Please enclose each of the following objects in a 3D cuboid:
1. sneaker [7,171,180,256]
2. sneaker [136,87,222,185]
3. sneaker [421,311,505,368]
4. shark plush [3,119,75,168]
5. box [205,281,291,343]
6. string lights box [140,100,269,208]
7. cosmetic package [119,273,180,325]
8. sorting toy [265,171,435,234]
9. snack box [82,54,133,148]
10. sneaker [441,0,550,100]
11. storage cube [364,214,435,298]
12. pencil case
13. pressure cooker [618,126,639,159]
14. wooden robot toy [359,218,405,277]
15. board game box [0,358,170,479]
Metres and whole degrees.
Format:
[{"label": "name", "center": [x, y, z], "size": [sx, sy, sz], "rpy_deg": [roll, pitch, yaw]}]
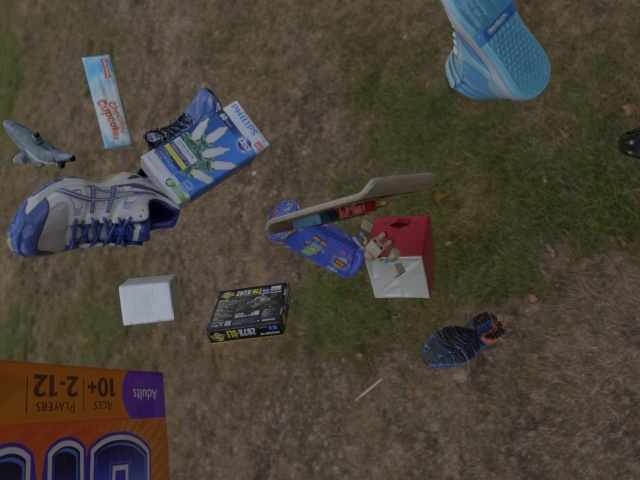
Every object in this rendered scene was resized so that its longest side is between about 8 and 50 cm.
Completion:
[{"label": "sneaker", "center": [-0.351, -0.039, 0.800], "size": [0.131, 0.296, 0.112], "rpy_deg": [28, 119, 11]}, {"label": "sneaker", "center": [-0.390, -0.271, 1.322], "size": [0.130, 0.147, 0.330], "rpy_deg": [41, 103, 37]}, {"label": "sneaker", "center": [0.294, 0.224, 1.013], "size": [0.083, 0.221, 0.087], "rpy_deg": [57, 140, 32]}, {"label": "shark plush", "center": [-0.488, -0.158, 0.836], "size": [0.161, 0.073, 0.067], "rpy_deg": [32, 143, 32]}, {"label": "box", "center": [-0.294, 0.300, 2.028], "size": [0.322, 0.079, 0.257], "rpy_deg": [-9, 31, 9]}, {"label": "string lights box", "center": [-0.262, -0.194, 1.114], "size": [0.133, 0.259, 0.077], "rpy_deg": [53, 158, -4]}, {"label": "cosmetic package", "center": [-0.638, 0.220, 1.828], "size": [0.151, 0.183, 0.151], "rpy_deg": [-132, 38, -80]}, {"label": "sorting toy", "center": [0.083, -0.062, 0.847], "size": [0.229, 0.307, 0.041], "rpy_deg": [-18, 87, 40]}, {"label": "snack box", "center": [-0.494, -0.306, 1.150], "size": [0.322, 0.060, 0.187], "rpy_deg": [-158, 56, -69]}, {"label": "sneaker", "center": [0.285, -0.400, 0.946], "size": [0.127, 0.319, 0.208], "rpy_deg": [-39, 17, -6]}, {"label": "storage cube", "center": [0.259, 0.053, 1.547], "size": [0.183, 0.215, 0.193], "rpy_deg": [-1, 41, 21]}, {"label": "pencil case", "center": [0.000, 0.000, 1.339], "size": [0.133, 0.306, 0.119], "rpy_deg": [-31, 44, 36]}, {"label": "pressure cooker", "center": [0.922, -0.234, 1.100], "size": [0.420, 0.370, 0.375], "rpy_deg": [2, 61, 28]}, {"label": "wooden robot toy", "center": [0.150, 0.029, 1.267], "size": [0.173, 0.076, 0.079], "rpy_deg": [50, 141, 11]}, {"label": "board game box", "center": [-0.353, 0.299, 0.349], "size": [0.356, 0.356, 0.356], "rpy_deg": [-15, 70, 10]}]
